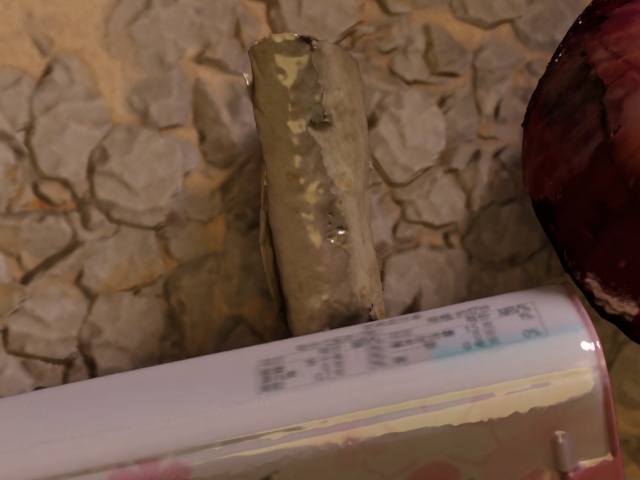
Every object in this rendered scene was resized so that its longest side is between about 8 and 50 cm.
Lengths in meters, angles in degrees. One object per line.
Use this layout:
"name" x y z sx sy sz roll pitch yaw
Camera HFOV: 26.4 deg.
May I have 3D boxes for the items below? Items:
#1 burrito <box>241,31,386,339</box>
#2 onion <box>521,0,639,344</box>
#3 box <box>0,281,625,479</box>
"burrito" 0.000 0.000 0.724 0.060 0.087 0.226 -4 102 16
"onion" 0.224 -0.031 0.711 0.252 0.219 0.252 4 50 -5
"box" -0.037 0.149 0.675 0.369 0.112 0.190 -10 109 3
